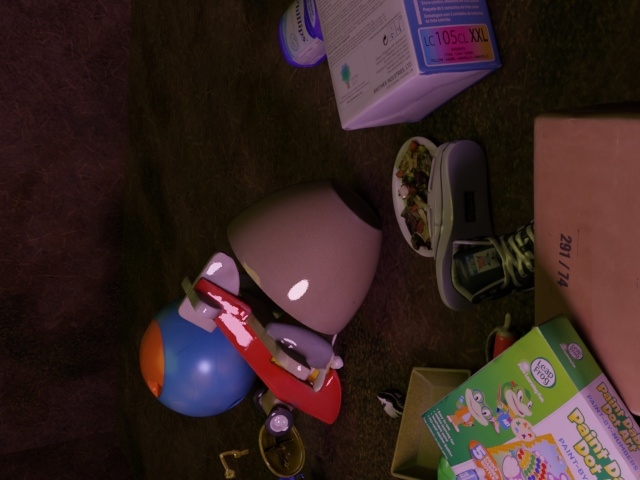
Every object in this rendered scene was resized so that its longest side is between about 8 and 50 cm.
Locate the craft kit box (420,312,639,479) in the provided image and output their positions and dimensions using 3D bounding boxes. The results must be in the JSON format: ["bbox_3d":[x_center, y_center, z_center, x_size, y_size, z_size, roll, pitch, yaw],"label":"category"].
[{"bbox_3d":[0.252,0.246,1.175,0.250,0.061,0.247,59,138,16],"label":"craft kit box"}]

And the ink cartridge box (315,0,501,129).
[{"bbox_3d":[0.108,-0.401,1.617,0.270,0.151,0.396,-27,74,63],"label":"ink cartridge box"}]

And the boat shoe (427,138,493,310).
[{"bbox_3d":[0.208,-0.024,1.609,0.084,0.095,0.258,-173,86,-68],"label":"boat shoe"}]

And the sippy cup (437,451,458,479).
[{"bbox_3d":[0.308,0.308,1.348,0.224,0.305,0.240,37,103,42],"label":"sippy cup"}]

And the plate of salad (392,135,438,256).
[{"bbox_3d":[0.159,-0.070,1.732,0.200,0.048,0.200,29,123,59],"label":"plate of salad"}]

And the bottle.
[{"bbox_3d":[0.011,-0.407,1.890,0.283,0.092,0.118,154,107,-64],"label":"bottle"}]

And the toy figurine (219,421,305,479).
[{"bbox_3d":[-0.079,0.555,2.263,0.363,0.191,0.217,63,172,-2],"label":"toy figurine"}]

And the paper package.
[{"bbox_3d":[0.381,0.014,1.123,0.309,0.168,0.325,13,110,59],"label":"paper package"}]

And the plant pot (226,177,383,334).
[{"bbox_3d":[0.000,0.000,1.887,0.191,0.284,0.284,-46,48,16],"label":"plant pot"}]

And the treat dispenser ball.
[{"bbox_3d":[-0.283,0.272,2.497,0.288,0.288,0.288,31,125,59],"label":"treat dispenser ball"}]

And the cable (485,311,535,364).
[{"bbox_3d":[0.262,0.239,1.526,0.139,0.072,0.287,34,114,43],"label":"cable"}]

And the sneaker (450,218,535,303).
[{"bbox_3d":[0.276,0.008,1.380,0.282,0.153,0.099,-45,57,59],"label":"sneaker"}]

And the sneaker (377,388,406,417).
[{"bbox_3d":[0.143,0.303,1.903,0.109,0.040,0.044,25,136,65],"label":"sneaker"}]

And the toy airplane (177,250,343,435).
[{"bbox_3d":[-0.093,0.163,2.085,0.386,0.272,0.384,52,177,25],"label":"toy airplane"}]

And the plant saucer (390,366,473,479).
[{"bbox_3d":[0.195,0.304,1.718,0.188,0.045,0.188,-11,63,66],"label":"plant saucer"}]
